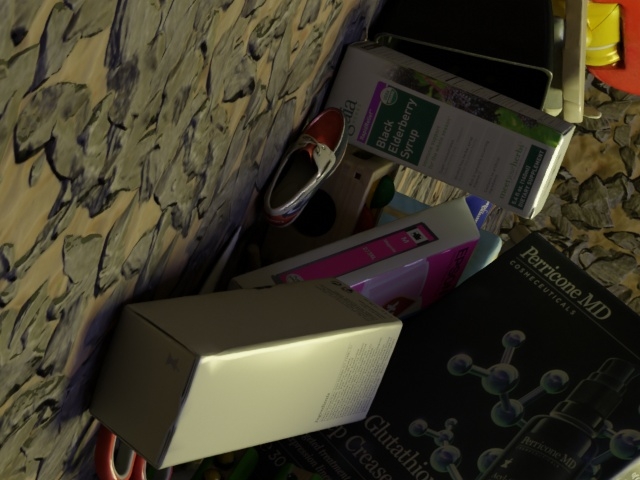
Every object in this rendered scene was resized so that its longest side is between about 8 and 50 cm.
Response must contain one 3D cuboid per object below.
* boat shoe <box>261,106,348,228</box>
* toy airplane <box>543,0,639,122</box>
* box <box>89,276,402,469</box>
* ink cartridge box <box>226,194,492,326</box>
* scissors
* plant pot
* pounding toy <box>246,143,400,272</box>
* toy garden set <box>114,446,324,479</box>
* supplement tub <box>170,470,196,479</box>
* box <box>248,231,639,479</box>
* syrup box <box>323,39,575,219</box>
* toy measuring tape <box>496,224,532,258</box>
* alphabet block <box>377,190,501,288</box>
[{"bbox_3d":[-0.014,-0.075,1.736,0.137,0.049,0.043,-58,165,-16],"label":"boat shoe"},{"bbox_3d":[0.328,-0.349,2.338,0.386,0.272,0.384,-24,100,-61],"label":"toy airplane"},{"bbox_3d":[-0.058,0.107,1.534,0.275,0.094,0.113,-4,121,-52],"label":"box"},{"bbox_3d":[0.043,0.064,1.795,0.371,0.069,0.176,-22,147,-39],"label":"ink cartridge box"},{"bbox_3d":[-0.129,0.090,1.583,0.109,0.021,0.297,51,49,-48],"label":"scissors"},{"bbox_3d":[0.163,-0.212,1.959,0.187,0.188,0.167,95,11,-59],"label":"plant pot"},{"bbox_3d":[-0.005,0.007,1.822,0.206,0.094,0.181,-69,169,15],"label":"pounding toy"},{"bbox_3d":[-0.086,0.253,1.568,0.204,0.244,0.049,-55,159,-43],"label":"toy garden set"},{"bbox_3d":[-0.130,0.392,1.698,0.228,0.228,0.316,-53,163,-49],"label":"supplement tub"},{"bbox_3d":[0.170,0.235,1.774,0.395,0.293,0.212,-35,136,-14],"label":"box"},{"bbox_3d":[0.126,-0.114,1.807,0.096,0.237,0.093,-34,146,-72],"label":"syrup box"},{"bbox_3d":[0.210,0.130,2.012,0.121,0.121,0.330,-46,158,-60],"label":"toy measuring tape"},{"bbox_3d":[0.073,0.080,2.092,0.192,0.193,0.197,-52,162,-46],"label":"alphabet block"}]
